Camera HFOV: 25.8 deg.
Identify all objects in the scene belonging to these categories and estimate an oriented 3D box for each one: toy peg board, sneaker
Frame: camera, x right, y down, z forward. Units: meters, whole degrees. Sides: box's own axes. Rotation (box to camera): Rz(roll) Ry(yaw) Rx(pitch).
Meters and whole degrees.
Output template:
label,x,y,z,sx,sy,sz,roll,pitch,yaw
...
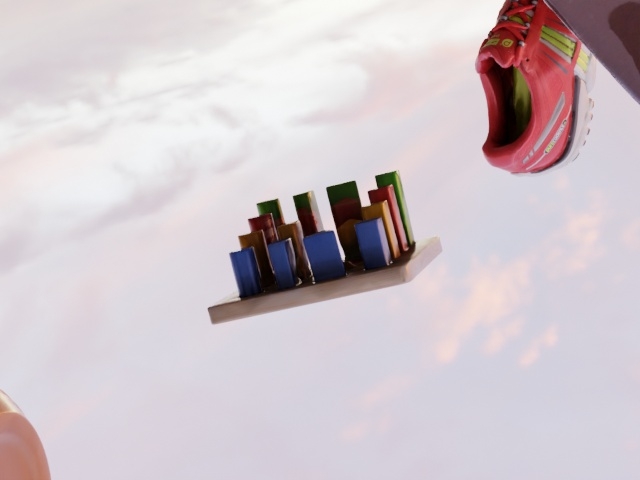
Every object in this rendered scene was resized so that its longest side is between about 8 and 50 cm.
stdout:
label,x,y,z,sx,sy,sz,roll,pitch,yaw
toy peg board,0.000,0.000,1.121,0.161,0.079,0.160,-13,-176,16
sneaker,0.203,-0.197,1.334,0.118,0.279,0.107,-8,-167,-37

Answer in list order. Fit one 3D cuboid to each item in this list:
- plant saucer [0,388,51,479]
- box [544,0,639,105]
label,x,y,z,sx,sy,sz,roll,pitch,yaw
plant saucer,-0.236,0.198,0.980,0.037,0.200,0.200,-2,-162,14
box,0.327,-0.260,0.899,0.381,0.143,0.191,-38,-166,24
